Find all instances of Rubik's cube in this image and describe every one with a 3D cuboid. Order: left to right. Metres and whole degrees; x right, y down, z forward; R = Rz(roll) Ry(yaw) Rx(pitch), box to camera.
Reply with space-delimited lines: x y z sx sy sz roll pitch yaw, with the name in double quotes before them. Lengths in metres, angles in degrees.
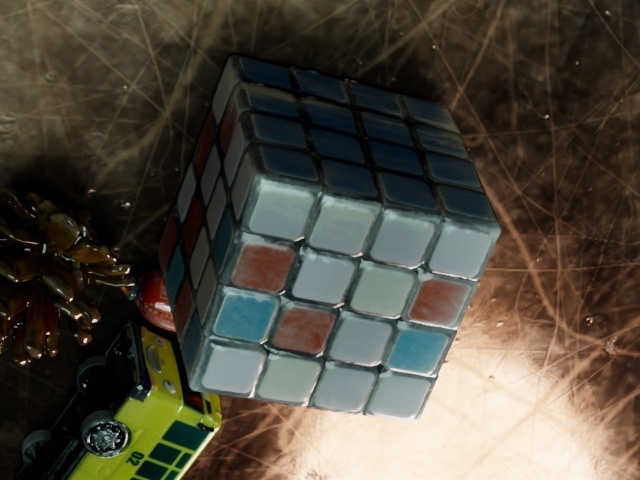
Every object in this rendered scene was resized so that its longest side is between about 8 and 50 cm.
"Rubik's cube" 0.000 -0.001 1.757 0.259 0.256 0.253 10 120 -18

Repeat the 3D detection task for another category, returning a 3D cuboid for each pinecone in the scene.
"pinecone" -0.295 0.041 1.785 0.195 0.150 0.179 -32 130 13

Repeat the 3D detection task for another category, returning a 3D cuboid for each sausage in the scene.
"sausage" -0.088 0.078 1.902 0.274 0.074 0.074 11 120 -19

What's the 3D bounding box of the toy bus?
"toy bus" -0.224 0.230 1.939 0.150 0.128 0.262 26 115 -27
